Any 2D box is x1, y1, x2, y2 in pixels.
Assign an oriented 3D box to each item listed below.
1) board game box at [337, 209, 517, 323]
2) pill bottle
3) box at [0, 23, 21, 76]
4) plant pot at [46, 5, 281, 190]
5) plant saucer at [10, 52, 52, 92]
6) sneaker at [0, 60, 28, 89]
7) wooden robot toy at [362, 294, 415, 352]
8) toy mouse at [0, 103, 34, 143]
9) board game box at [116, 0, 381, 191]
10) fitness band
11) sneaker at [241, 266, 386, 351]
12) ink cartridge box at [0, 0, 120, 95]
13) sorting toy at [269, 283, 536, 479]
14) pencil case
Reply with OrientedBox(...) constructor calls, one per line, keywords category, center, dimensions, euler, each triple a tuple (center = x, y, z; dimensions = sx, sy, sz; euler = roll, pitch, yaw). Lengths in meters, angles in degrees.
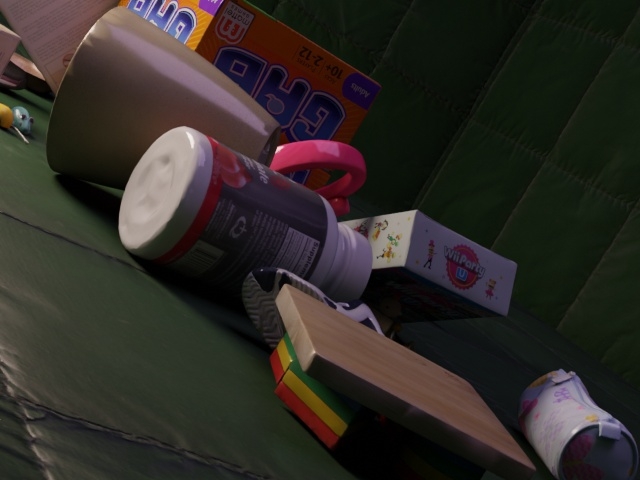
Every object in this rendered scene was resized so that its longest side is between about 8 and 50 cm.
OrientedBox(category="board game box", center=(0.129, 0.050, 1.835), dimensions=(0.224, 0.098, 0.303), euler=(26, -20, -30))
OrientedBox(category="pill bottle", center=(-0.089, -0.008, 1.491), dimensions=(0.318, 0.176, 0.176), euler=(26, 8, -34))
OrientedBox(category="box", center=(-0.659, -0.361, 1.826), dimensions=(0.311, 0.121, 0.148), euler=(32, 8, 13))
OrientedBox(category="plant pot", center=(-0.205, -0.159, 1.614), dimensions=(0.274, 0.257, 0.256), euler=(25, 6, 5))
OrientedBox(category="plant saucer", center=(-0.615, -0.348, 2.292), dimensions=(0.198, 0.036, 0.198), euler=(31, 7, -4))
OrientedBox(category="sneaker", center=(-0.624, -0.390, 2.016), dimensions=(0.281, 0.163, 0.106), euler=(27, 8, -27))
OrientedBox(category="wooden robot toy", center=(0.098, 0.117, 1.804), dimensions=(0.173, 0.079, 0.076), euler=(34, 8, 22))
OrientedBox(category="toy mouse", center=(-0.501, -0.207, 1.771), dimensions=(0.161, 0.031, 0.143), euler=(30, 7, -3))
OrientedBox(category="board game box", center=(-0.189, -0.247, 2.031), dimensions=(0.356, 0.356, 0.356), euler=(25, 9, -37))
OrientedBox(category="fitness band", center=(-0.064, -0.082, 1.839), dimensions=(0.209, 0.290, 0.054), euler=(39, 38, -57))
OrientedBox(category="sneaker", center=(0.002, 0.106, 1.408), dimensions=(0.235, 0.094, 0.153), euler=(30, 5, -8))
OrientedBox(category="ink cartridge box", center=(-0.425, -0.450, 2.084), dimensions=(0.091, 0.308, 0.385), euler=(49, -12, 50))
OrientedBox(category="sorting toy", center=(0.064, 0.172, 1.198), dimensions=(0.257, 0.089, 0.255), euler=(29, 7, -14))
OrientedBox(category="pencil case", center=(0.366, 0.275, 1.626), dimensions=(0.113, 0.124, 0.273), euler=(30, 7, -6))
